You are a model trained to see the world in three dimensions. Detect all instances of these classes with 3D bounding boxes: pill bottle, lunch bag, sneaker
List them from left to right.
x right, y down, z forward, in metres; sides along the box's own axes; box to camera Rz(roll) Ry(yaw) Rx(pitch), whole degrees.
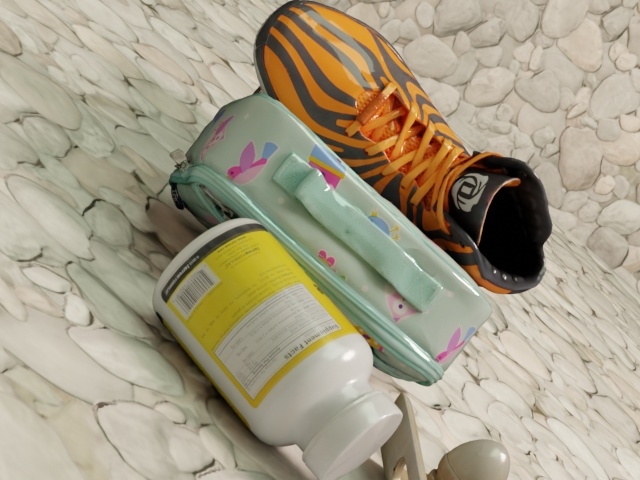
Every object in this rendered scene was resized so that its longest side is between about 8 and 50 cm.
[{"bbox_3d":[-0.029,0.079,0.994,0.184,0.103,0.103,48,17,20],"label":"pill bottle"},{"bbox_3d":[0.000,0.000,1.155,0.279,0.108,0.224,41,-5,-12],"label":"lunch bag"},{"bbox_3d":[0.088,-0.078,1.171,0.321,0.124,0.180,43,-8,-22],"label":"sneaker"}]

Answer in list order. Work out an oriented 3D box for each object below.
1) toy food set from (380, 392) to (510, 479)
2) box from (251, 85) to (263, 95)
[{"bbox_3d":[0.173,0.255,1.028,0.306,0.092,0.219,37,16,-16],"label":"toy food set"},{"bbox_3d":[0.016,-0.072,1.378,0.167,0.168,0.203,34,17,-24],"label":"box"}]
